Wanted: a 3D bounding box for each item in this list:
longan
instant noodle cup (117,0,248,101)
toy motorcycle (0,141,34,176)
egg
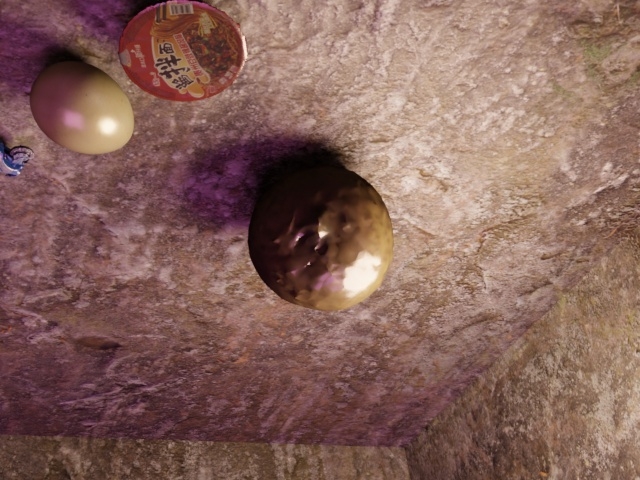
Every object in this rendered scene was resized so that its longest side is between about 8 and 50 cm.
[{"bbox_3d":[0.000,0.000,2.154,0.390,0.391,0.391,-6,144,-4],"label":"longan"},{"bbox_3d":[-0.294,-0.426,1.755,0.273,0.091,0.274,-6,144,-5],"label":"instant noodle cup"},{"bbox_3d":[-0.793,-0.198,1.978,0.204,0.076,0.114,2,150,-13],"label":"toy motorcycle"},{"bbox_3d":[-0.519,-0.287,1.814,0.188,0.189,0.253,-25,151,21],"label":"egg"}]
